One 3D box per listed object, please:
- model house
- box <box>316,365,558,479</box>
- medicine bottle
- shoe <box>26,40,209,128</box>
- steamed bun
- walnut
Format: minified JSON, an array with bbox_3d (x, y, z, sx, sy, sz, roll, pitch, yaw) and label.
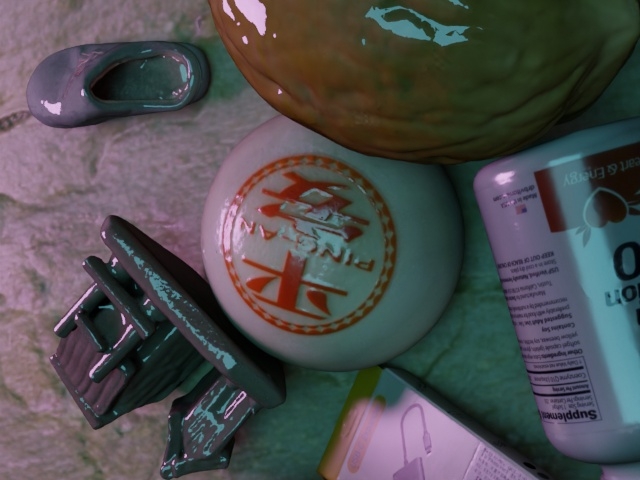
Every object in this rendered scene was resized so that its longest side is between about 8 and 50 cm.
[{"bbox_3d":[-0.150,0.111,0.978,0.229,0.122,0.188,46,110,10],"label":"model house"},{"bbox_3d":[0.102,0.207,0.890,0.247,0.033,0.129,34,107,44],"label":"box"},{"bbox_3d":[0.227,0.062,0.807,0.157,0.157,0.289,-17,87,22],"label":"medicine bottle"},{"bbox_3d":[-0.203,-0.150,1.005,0.195,0.078,0.079,-3,93,18],"label":"shoe"},{"bbox_3d":[0.000,0.000,0.898,0.231,0.145,0.232,2,94,22],"label":"steamed bun"},{"bbox_3d":[0.081,-0.201,0.776,0.332,0.333,0.333,2,94,21],"label":"walnut"}]
